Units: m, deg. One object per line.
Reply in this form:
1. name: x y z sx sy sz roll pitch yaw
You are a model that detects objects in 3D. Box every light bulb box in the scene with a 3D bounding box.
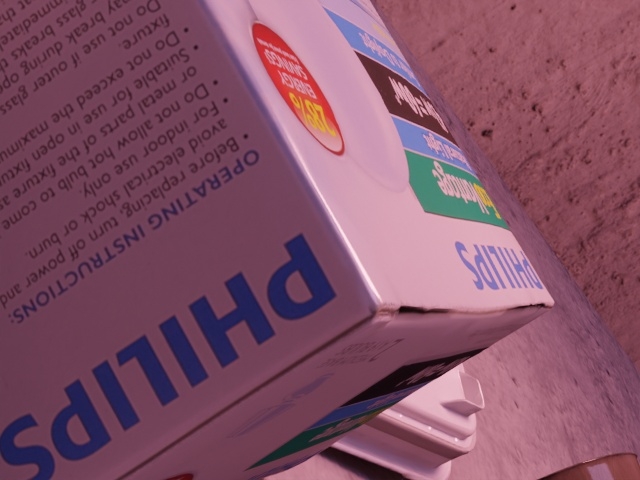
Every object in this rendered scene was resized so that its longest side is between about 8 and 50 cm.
1. light bulb box: -0.085 -0.058 0.657 0.361 0.225 0.358 60 17 13

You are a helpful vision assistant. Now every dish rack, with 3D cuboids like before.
1. dish rack: 0.027 0.037 0.991 0.333 0.072 0.286 30 41 -47

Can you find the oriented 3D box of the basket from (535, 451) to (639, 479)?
1. basket: 0.284 0.342 1.168 0.204 0.154 0.227 26 38 -60
